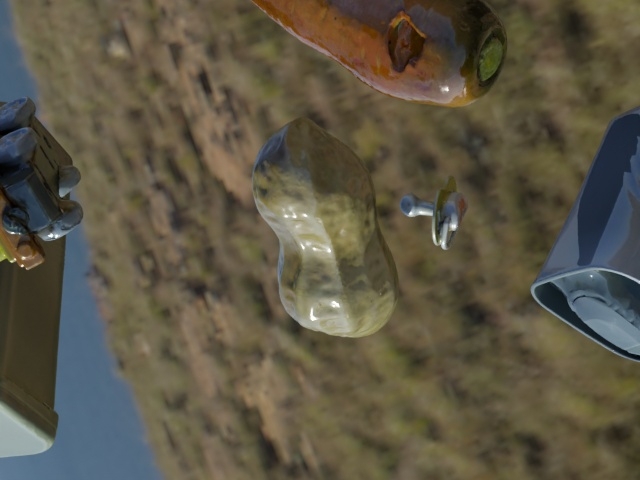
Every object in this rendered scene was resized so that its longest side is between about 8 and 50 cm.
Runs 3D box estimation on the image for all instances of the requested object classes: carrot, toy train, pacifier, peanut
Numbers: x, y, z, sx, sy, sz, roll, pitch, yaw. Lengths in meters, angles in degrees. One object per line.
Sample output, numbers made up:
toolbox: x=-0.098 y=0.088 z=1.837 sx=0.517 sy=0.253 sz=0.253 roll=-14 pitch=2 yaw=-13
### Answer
carrot: x=0.033 y=-0.149 z=1.041 sx=0.193 sy=0.087 sz=0.087 roll=26 pitch=142 yaw=28
toy train: x=-0.265 y=-0.039 z=1.245 sx=0.089 sy=0.127 sz=0.219 roll=62 pitch=-178 yaw=-25
pacifier: x=0.110 y=-0.028 z=1.520 sx=0.083 sy=0.064 sz=0.068 roll=-50 pitch=-34 yaw=-59
peanut: x=0.000 y=0.000 z=1.439 sx=0.111 sy=0.125 sz=0.274 roll=13 pitch=142 yaw=30

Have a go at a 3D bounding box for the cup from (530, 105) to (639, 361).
cup: x=0.198 y=-0.006 z=0.869 sx=0.095 sy=0.129 sz=0.128 roll=31 pitch=158 yaw=-16

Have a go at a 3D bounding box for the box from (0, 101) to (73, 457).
box: x=-0.448 y=0.056 z=1.629 sx=0.177 sy=0.352 sz=0.344 roll=56 pitch=-150 yaw=-55
